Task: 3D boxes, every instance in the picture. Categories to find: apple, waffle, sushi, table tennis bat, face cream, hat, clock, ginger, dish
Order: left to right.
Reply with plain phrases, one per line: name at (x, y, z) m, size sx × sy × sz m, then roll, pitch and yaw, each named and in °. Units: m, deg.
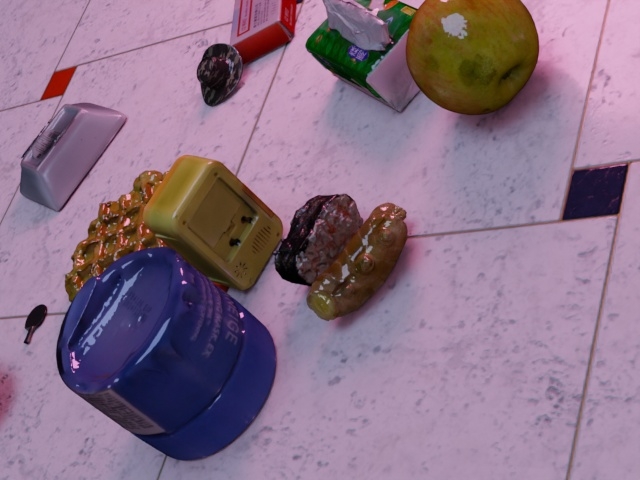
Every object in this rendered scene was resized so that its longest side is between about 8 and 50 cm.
table tennis bat at (-0.525, 0.152, 2.162) m, size 0.050 × 0.007 × 0.083 m, roll -15°, pitch 47°, yaw 33°
dish at (-0.526, -0.192, 2.403) m, size 0.182 × 0.080 × 0.243 m, roll 20°, pitch 73°, yaw 49°
waffle at (-0.311, 0.004, 2.050) m, size 0.302 × 0.068 × 0.325 m, roll 22°, pitch 71°, yaw 49°
face cream at (-0.225, 0.162, 1.712) m, size 0.249 × 0.225 × 0.249 m, roll -23°, pitch 46°, yaw 26°
hat at (-0.202, -0.313, 2.214) m, size 0.121 × 0.050 × 0.121 m, roll -5°, pitch 83°, yaw 39°
clock at (-0.165, -0.028, 1.835) m, size 0.096 × 0.202 × 0.143 m, roll 10°, pitch 64°, yaw 46°
sushi at (0.000, 0.000, 1.754) m, size 0.078 × 0.090 × 0.150 m, roll 0°, pitch 52°, yaw 52°
ginger at (0.068, 0.027, 1.674) m, size 0.115 × 0.081 × 0.205 m, roll 10°, pitch 63°, yaw 52°
apple at (0.224, -0.279, 1.715) m, size 0.196 × 0.196 × 0.196 m, roll -24°, pitch 44°, yaw 25°

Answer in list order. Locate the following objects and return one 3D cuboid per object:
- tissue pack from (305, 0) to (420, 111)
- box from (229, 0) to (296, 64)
tissue pack at (0.079, -0.330, 1.915) m, size 0.148 × 0.156 × 0.209 m, roll -50°, pitch 40°, yaw -1°
box at (-0.107, -0.450, 2.268) m, size 0.123 × 0.050 × 0.229 m, roll -24°, pitch 44°, yaw 28°
